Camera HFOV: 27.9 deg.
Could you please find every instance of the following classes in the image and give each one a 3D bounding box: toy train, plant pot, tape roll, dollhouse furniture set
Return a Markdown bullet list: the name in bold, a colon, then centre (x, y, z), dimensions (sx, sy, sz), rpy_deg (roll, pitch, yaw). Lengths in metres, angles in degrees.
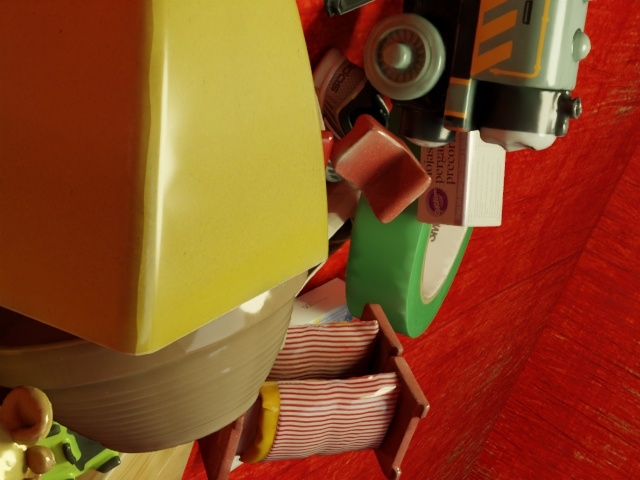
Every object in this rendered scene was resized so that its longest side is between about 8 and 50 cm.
- **toy train**: centre (0.155, -0.241, 1.131), dimensions (0.142, 0.190, 0.334), rpy_deg (-10, 110, -64)
- **plant pot**: centre (-0.123, -0.079, 0.773), dimensions (0.212, 0.212, 0.187), rpy_deg (-27, 129, -57)
- **tape roll**: centre (0.122, -0.053, 1.462), dimensions (0.321, 0.077, 0.321), rpy_deg (19, 90, -74)
- **plant pot**: centre (-0.114, 0.075, 0.905), dimensions (0.237, 0.237, 0.110), rpy_deg (-33, 112, -51)
- **dollhouse furniture set**: centre (0.004, 0.056, 1.186), dimensions (0.201, 0.152, 0.374), rpy_deg (-3, 132, -21)

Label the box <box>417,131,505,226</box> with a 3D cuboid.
- **box**: centre (0.145, -0.176, 1.261), dimensions (0.067, 0.063, 0.324), rpy_deg (-3, 98, -45)

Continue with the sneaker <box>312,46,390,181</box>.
- **sneaker**: centre (0.028, -0.108, 1.254), dimensions (0.063, 0.074, 0.170), rpy_deg (-47, 157, -31)

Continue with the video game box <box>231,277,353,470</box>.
- **video game box**: centre (-0.042, 0.152, 1.498), dimensions (0.205, 0.048, 0.187), rpy_deg (-23, 141, -60)

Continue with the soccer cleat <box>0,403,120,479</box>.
- **soccer cleat**: centre (-0.170, 0.099, 1.043), dimensions (0.289, 0.121, 0.093), rpy_deg (-34, 142, -11)

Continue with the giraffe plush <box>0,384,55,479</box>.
- **giraffe plush**: centre (-0.253, 0.131, 0.773), dimensions (0.210, 0.170, 0.181), rpy_deg (-44, 155, -36)

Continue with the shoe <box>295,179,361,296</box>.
- **shoe**: centre (0.000, 0.000, 1.364), dimensions (0.219, 0.058, 0.077), rpy_deg (-41, 153, -42)

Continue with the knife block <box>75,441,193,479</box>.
- **knife block**: centre (-0.204, 0.185, 1.091), dimensions (0.242, 0.088, 0.276), rpy_deg (-28, 144, -57)

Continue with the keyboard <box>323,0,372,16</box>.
- **keyboard**: centre (0.074, -0.322, 0.878), dimensions (0.201, 0.033, 0.317), rpy_deg (-31, 140, -45)
